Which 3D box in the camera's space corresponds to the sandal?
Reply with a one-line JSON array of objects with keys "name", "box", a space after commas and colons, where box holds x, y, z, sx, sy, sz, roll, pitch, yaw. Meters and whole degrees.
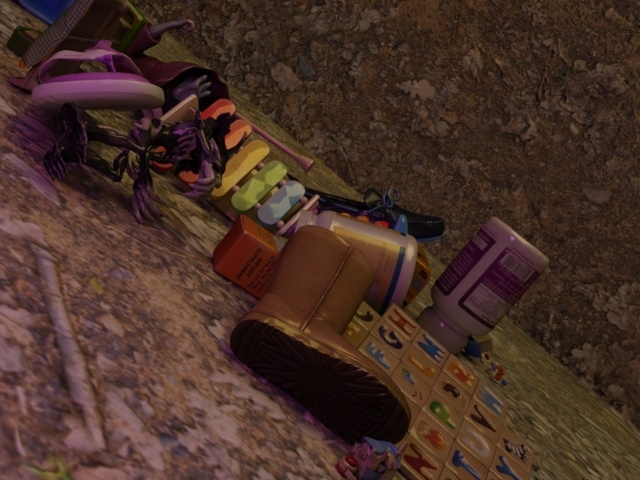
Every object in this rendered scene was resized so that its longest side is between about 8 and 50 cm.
[{"name": "sandal", "box": [-0.332, -0.239, 1.020, 0.169, 0.102, 0.416, -6, 11, -21]}]

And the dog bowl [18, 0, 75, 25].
[{"name": "dog bowl", "box": [-0.594, -0.571, 1.673, 0.297, 0.166, 0.074, 31, 24, -36]}]

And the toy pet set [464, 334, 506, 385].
[{"name": "toy pet set", "box": [0.385, 0.281, 1.685, 0.122, 0.065, 0.114, -112, -176, -64]}]

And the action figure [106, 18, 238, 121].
[{"name": "action figure", "box": [-0.362, -0.328, 1.523, 0.370, 0.248, 0.276, 30, 48, 27]}]

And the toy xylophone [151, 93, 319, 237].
[{"name": "toy xylophone", "box": [-0.143, -0.142, 1.280, 0.322, 0.236, 0.081, 32, -33, 1]}]

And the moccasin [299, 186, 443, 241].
[{"name": "moccasin", "box": [0.104, -0.061, 1.548, 0.342, 0.117, 0.138, 4, 7, 0]}]

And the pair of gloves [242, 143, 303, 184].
[{"name": "pair of gloves", "box": [-0.139, -0.197, 1.935, 0.240, 0.042, 0.204, 35, 11, -13]}]

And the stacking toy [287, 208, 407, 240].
[{"name": "stacking toy", "box": [0.000, 0.000, 1.334, 0.302, 0.175, 0.166, 21, -19, 1]}]

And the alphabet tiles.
[{"name": "alphabet tiles", "box": [0.140, 0.212, 0.936, 0.342, 0.011, 0.285, 41, 29, 7]}]

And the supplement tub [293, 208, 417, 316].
[{"name": "supplement tub", "box": [0.046, 0.034, 1.160, 0.199, 0.144, 0.144, 17, 11, -1]}]

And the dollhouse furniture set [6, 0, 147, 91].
[{"name": "dollhouse furniture set", "box": [-0.437, -0.363, 1.175, 0.151, 0.197, 0.301, 39, 9, -7]}]

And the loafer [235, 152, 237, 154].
[{"name": "loafer", "box": [-0.260, -0.263, 1.772, 0.148, 0.050, 0.056, 29, 14, -44]}]

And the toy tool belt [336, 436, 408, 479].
[{"name": "toy tool belt", "box": [0.057, 0.225, 0.737, 0.083, 0.051, 0.052, 27, 15, -47]}]

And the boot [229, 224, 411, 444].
[{"name": "boot", "box": [0.030, 0.099, 0.878, 0.236, 0.089, 0.269, 37, 27, -1]}]

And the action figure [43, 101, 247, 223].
[{"name": "action figure", "box": [-0.207, -0.100, 0.920, 0.275, 0.164, 0.141, 0, 71, -44]}]

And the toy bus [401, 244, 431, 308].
[{"name": "toy bus", "box": [0.176, 0.061, 1.647, 0.108, 0.130, 0.333, 38, 10, -2]}]

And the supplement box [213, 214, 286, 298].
[{"name": "supplement box", "box": [-0.042, 0.062, 1.035, 0.233, 0.078, 0.080, 34, 11, -22]}]

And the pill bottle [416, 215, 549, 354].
[{"name": "pill bottle", "box": [0.360, 0.108, 1.598, 0.169, 0.301, 0.169, 37, 11, -8]}]
